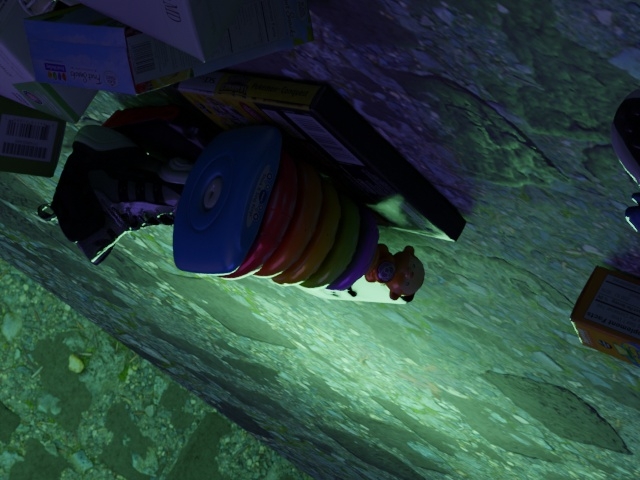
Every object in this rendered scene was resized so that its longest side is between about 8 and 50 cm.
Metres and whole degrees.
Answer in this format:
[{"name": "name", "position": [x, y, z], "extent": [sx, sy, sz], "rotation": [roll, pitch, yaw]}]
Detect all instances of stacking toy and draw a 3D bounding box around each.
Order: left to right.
[{"name": "stacking toy", "position": [0.000, 0.000, 2.139], "extent": [0.302, 0.175, 0.166], "rotation": [24, 169, -29]}]

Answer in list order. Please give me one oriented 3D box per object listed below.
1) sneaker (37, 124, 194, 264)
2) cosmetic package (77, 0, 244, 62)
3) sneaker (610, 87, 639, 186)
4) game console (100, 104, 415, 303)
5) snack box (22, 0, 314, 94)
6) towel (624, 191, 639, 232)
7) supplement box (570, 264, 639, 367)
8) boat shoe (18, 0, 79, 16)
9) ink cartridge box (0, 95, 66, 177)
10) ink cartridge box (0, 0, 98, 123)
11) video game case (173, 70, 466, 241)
[{"name": "sneaker", "position": [-0.217, -0.030, 2.267], "extent": [0.269, 0.153, 0.101], "rotation": [25, 165, 28]}, {"name": "cosmetic package", "position": [-0.224, -0.320, 1.574], "extent": [0.366, 0.155, 0.197], "rotation": [27, 162, 16]}, {"name": "sneaker", "position": [0.363, -0.027, 1.541], "extent": [0.292, 0.110, 0.118], "rotation": [30, 174, 0]}, {"name": "game console", "position": [-0.088, -0.041, 2.360], "extent": [0.386, 0.060, 0.342], "rotation": [36, 172, -18]}, {"name": "snack box", "position": [-0.140, -0.196, 1.746], "extent": [0.174, 0.207, 0.070], "rotation": [13, 119, 50]}, {"name": "towel", "position": [0.437, 0.043, 1.755], "extent": [0.285, 0.034, 0.209], "rotation": [37, 163, -25]}, {"name": "supplement box", "position": [0.384, 0.107, 1.984], "extent": [0.233, 0.080, 0.078], "rotation": [23, 162, 32]}, {"name": "boat shoe", "position": [-0.265, -0.268, 1.945], "extent": [0.302, 0.094, 0.109], "rotation": [26, 165, 15]}, {"name": "ink cartridge box", "position": [-0.441, -0.168, 2.365], "extent": [0.189, 0.097, 0.255], "rotation": [7, -165, -23]}, {"name": "ink cartridge box", "position": [-0.396, -0.262, 2.178], "extent": [0.273, 0.114, 0.198], "rotation": [21, 164, 32]}, {"name": "video game case", "position": [-0.001, -0.098, 2.127], "extent": [0.248, 0.035, 0.275], "rotation": [13, 159, 48]}]
